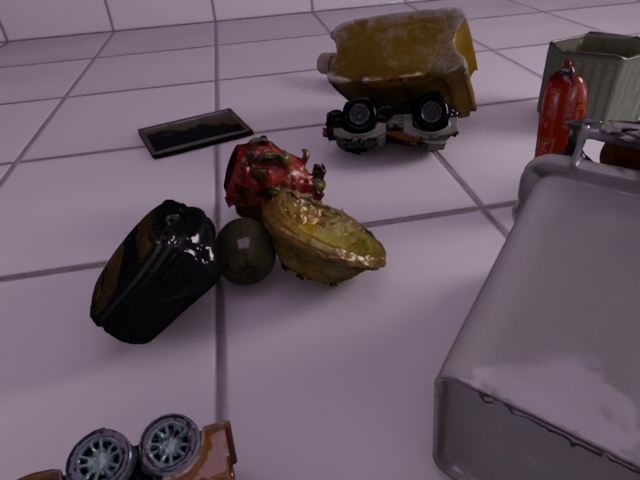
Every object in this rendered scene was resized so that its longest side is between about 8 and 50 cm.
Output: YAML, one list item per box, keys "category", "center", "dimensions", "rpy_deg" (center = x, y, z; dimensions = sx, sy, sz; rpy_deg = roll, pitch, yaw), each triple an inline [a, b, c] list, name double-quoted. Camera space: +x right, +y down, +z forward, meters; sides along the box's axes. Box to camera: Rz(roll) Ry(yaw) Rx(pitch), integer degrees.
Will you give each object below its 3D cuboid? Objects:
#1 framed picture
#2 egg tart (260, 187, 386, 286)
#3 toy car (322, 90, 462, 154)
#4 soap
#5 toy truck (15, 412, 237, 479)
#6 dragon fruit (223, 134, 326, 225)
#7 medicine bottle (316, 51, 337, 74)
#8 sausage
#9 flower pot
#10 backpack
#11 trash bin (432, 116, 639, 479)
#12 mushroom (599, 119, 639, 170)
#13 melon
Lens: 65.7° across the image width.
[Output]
- category: "framed picture"
  center: [-0.331, -0.287, 1.311]
  dimensions: [0.265, 0.018, 0.192]
  rpy_deg: [-20, 39, -21]
- category: "egg tart"
  center: [-0.001, 0.001, 0.773]
  dimensions: [0.212, 0.090, 0.213]
  rpy_deg: [21, 23, -10]
- category: "toy car"
  center: [0.155, -0.255, 1.119]
  dimensions: [0.301, 0.118, 0.193]
  rpy_deg: [-3, 5, 6]
- category: "soap"
  center: [0.203, -0.384, 1.143]
  dimensions: [0.293, 0.156, 0.335]
  rpy_deg: [4, 1, 22]
- category: "toy truck"
  center: [-0.222, 0.280, 0.400]
  dimensions: [0.338, 0.133, 0.184]
  rpy_deg: [-12, 52, -15]
- category: "dragon fruit"
  center: [-0.082, -0.110, 0.916]
  dimensions: [0.172, 0.167, 0.160]
  rpy_deg: [18, -14, -21]
- category: "medicine bottle"
  center: [0.103, -0.533, 1.532]
  dimensions: [0.252, 0.114, 0.114]
  rpy_deg: [22, 43, 32]
- category: "sausage"
  center: [0.409, -0.171, 0.849]
  dimensions: [0.074, 0.274, 0.074]
  rpy_deg: [-6, 34, 4]
- category: "flower pot"
  center: [0.660, -0.382, 1.199]
  dimensions: [0.239, 0.190, 0.209]
  rpy_deg: [-17, 37, -20]
- category: "backpack"
  center: [-0.238, 0.032, 0.731]
  dimensions: [0.206, 0.133, 0.258]
  rpy_deg: [-45, 31, 3]
- category: "trash bin"
  center: [0.275, 0.082, 0.510]
  dimensions: [0.255, 0.296, 0.367]
  rpy_deg: [23, 49, 31]
- category: "mushroom"
  center: [0.643, -0.169, 0.884]
  dimensions: [0.267, 0.255, 0.267]
  rpy_deg: [-30, 6, 4]
- category: "melon"
  center: [-0.121, 0.015, 0.791]
  dimensions: [0.098, 0.098, 0.131]
  rpy_deg: [-8, 37, -6]
